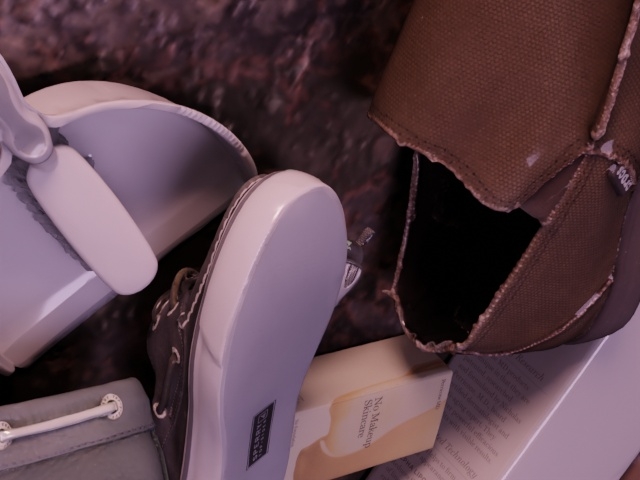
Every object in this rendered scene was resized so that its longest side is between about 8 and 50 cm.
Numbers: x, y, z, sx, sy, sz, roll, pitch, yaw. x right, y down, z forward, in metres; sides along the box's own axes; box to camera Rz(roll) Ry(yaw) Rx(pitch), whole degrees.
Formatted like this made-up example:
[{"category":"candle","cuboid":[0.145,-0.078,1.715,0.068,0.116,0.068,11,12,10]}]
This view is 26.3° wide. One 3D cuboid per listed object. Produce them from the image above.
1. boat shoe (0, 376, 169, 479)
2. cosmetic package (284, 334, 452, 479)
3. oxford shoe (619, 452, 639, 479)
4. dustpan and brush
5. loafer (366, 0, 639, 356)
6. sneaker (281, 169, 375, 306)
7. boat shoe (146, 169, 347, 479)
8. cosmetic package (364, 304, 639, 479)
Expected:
[{"category":"boat shoe","cuboid":[-0.210,0.097,0.552,0.319,0.116,0.099,5,78,-29]},{"category":"cosmetic package","cuboid":[0.012,0.095,0.750,0.115,0.041,0.060,-12,128,-31]},{"category":"oxford shoe","cuboid":[0.163,0.266,0.931,0.130,0.133,0.363,-2,123,-38]},{"category":"dustpan and brush","cuboid":[-0.108,-0.029,0.547,0.147,0.060,0.211,-39,137,-7]},{"category":"loafer","cuboid":[0.095,-0.072,0.616,0.130,0.134,0.366,-25,134,-25]},{"category":"sneaker","cuboid":[0.000,0.000,0.676,0.069,0.038,0.098,-17,140,-30]},{"category":"boat shoe","cuboid":[-0.048,0.052,0.645,0.080,0.076,0.228,-34,147,-38]},{"category":"cosmetic package","cuboid":[0.123,0.118,0.826,0.117,0.085,0.231,24,103,-46]}]
